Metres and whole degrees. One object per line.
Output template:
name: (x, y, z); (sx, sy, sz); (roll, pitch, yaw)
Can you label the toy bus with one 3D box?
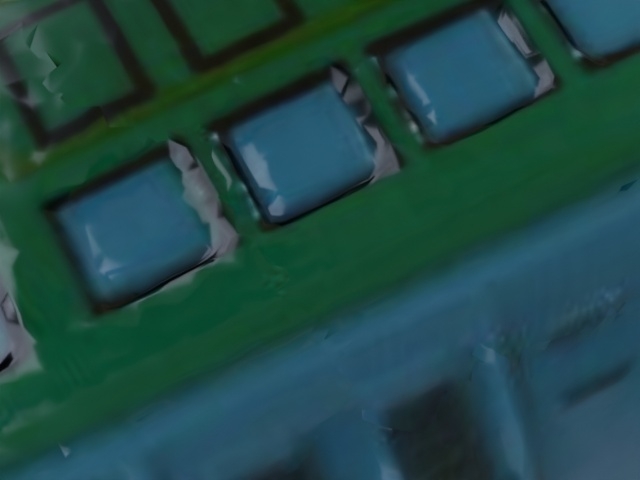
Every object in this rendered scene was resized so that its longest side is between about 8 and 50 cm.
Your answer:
toy bus: (0.000, 0.000, 0.440); (0.199, 0.343, 0.183); (59, 172, 39)
